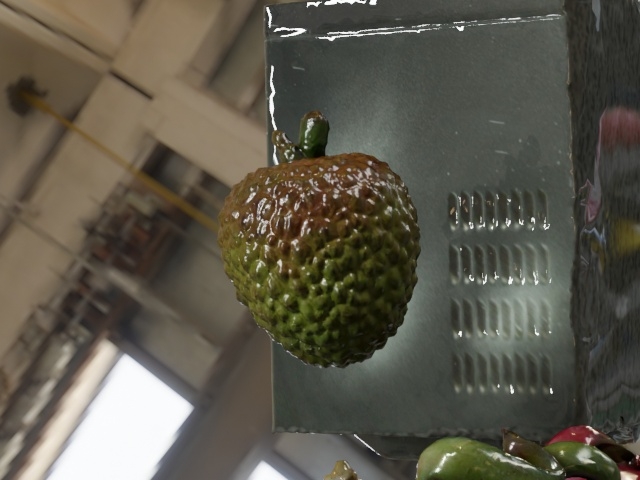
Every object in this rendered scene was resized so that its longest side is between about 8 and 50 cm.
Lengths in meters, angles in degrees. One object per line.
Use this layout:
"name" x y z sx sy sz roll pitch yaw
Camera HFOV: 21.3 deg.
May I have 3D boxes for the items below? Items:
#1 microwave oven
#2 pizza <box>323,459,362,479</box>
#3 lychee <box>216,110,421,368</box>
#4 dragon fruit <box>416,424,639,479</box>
"microwave oven" 0.161 -0.010 1.323 0.432 0.236 0.374 -2 -89 -62
"pizza" 0.000 0.205 0.881 0.069 0.154 0.194 0 -75 -56
"lychee" 0.000 0.000 0.965 0.114 0.146 0.114 -14 -10 -2
"dragon fruit" 0.148 0.206 0.944 0.218 0.198 0.273 -50 -23 8
